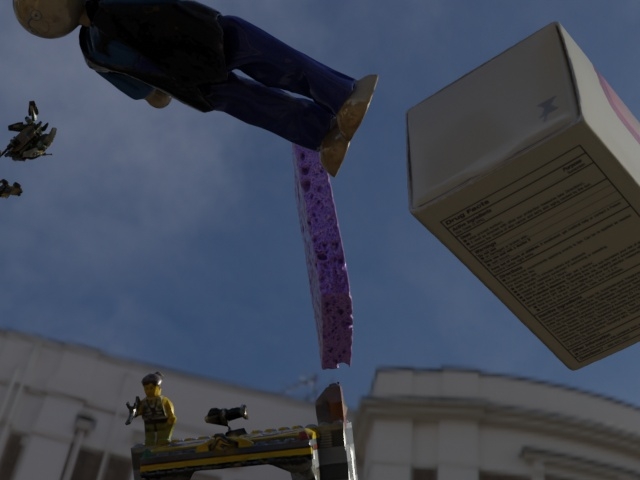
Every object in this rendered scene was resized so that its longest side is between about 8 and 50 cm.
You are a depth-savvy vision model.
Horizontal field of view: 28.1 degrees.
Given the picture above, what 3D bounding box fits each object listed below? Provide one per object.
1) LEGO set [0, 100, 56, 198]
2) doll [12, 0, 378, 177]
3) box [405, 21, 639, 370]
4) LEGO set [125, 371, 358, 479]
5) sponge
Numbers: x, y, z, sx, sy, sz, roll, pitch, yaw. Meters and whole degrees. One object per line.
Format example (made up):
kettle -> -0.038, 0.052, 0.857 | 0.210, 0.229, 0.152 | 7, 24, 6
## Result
LEGO set -> -0.201, -0.057, 0.870 | 0.054, 0.083, 0.023 | 2, -31, 40
doll -> -0.066, -0.098, 0.660 | 0.189, 0.046, 0.129 | 21, -30, -3
box -> 0.192, -0.029, 1.003 | 0.149, 0.127, 0.232 | -29, -54, 26
LEGO set -> -0.104, 0.149, 0.500 | 0.331, 0.192, 0.255 | -8, -9, 13
sponge -> 0.000, 0.000, 1.177 | 0.031, 0.210, 0.117 | -7, -36, -3
